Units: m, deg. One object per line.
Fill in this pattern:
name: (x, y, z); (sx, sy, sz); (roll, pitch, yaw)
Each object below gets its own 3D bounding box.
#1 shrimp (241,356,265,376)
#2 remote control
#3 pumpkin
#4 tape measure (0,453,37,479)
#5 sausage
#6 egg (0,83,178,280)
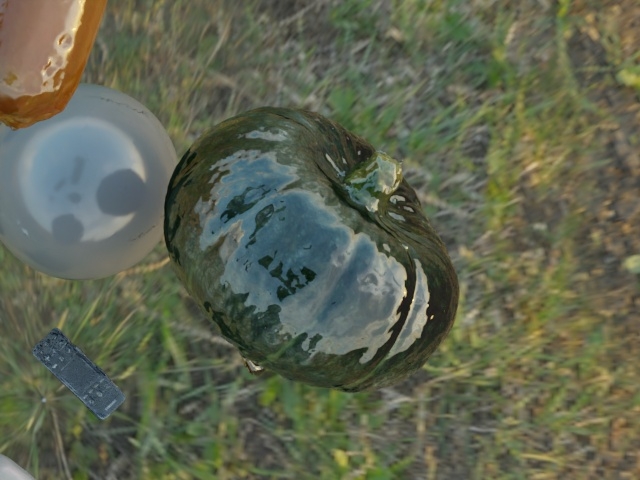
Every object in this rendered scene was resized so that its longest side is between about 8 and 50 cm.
shrimp: (-0.029, 0.106, 1.867); (0.034, 0.178, 0.124); (30, 83, 39)
remote control: (-0.224, 0.123, 1.568); (0.096, 0.014, 0.039); (45, 108, -7)
pumpkin: (-0.001, 0.002, 1.115); (0.211, 0.152, 0.212); (29, 39, -26)
tape measure: (-0.154, 0.147, 0.535); (0.197, 0.120, 0.236); (-33, 95, 21)
sausage: (-0.143, -0.155, 0.888); (0.076, 0.076, 0.198); (15, 89, -8)
egg: (-0.178, -0.045, 1.260); (0.146, 0.199, 0.147); (-1, 104, -4)
